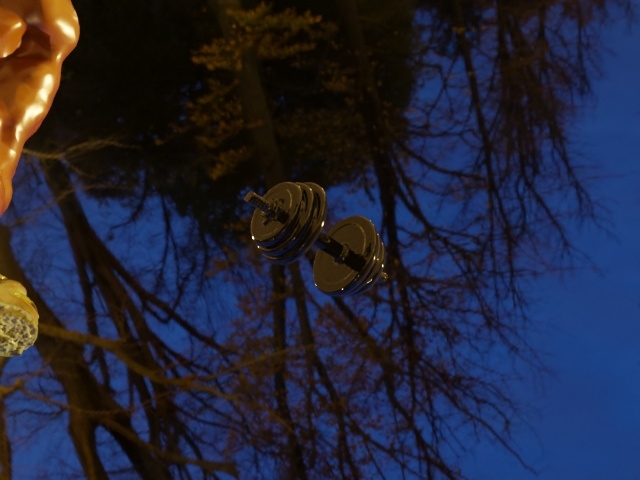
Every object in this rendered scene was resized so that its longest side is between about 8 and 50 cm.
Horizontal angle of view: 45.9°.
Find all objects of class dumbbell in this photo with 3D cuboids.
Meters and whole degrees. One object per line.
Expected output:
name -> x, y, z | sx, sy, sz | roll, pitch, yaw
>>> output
dumbbell -> 0.000, 0.000, 0.828 | 0.099, 0.208, 0.099 | -31, -138, 34

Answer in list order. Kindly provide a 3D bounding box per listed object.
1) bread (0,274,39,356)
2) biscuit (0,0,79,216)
bread -> -0.375, 0.064, 0.814 | 0.083, 0.157, 0.094 | -54, -163, 16
biscuit -> -0.290, -0.039, 0.484 | 0.312, 0.110, 0.318 | 6, -108, 53
